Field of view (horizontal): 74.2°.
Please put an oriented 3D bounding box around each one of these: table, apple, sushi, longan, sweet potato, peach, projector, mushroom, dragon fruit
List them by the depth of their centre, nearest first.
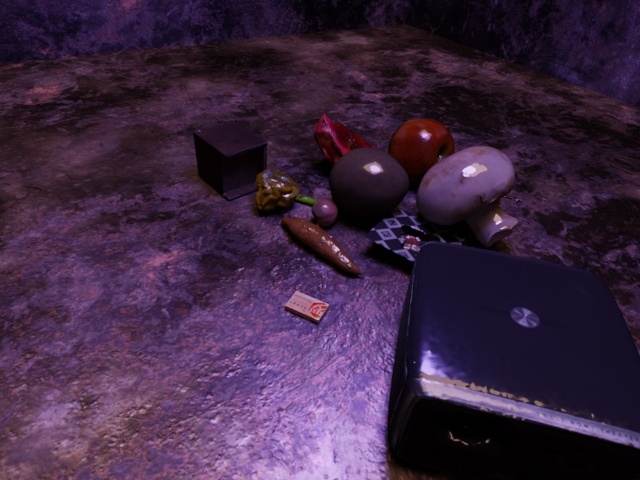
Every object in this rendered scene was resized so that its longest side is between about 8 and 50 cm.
[{"bbox_3d":[0.347,0.225,0.809,0.394,0.242,0.405,10,38,9],"label":"projector"},{"bbox_3d":[0.000,0.000,1.177,0.314,0.066,0.072,32,87,27],"label":"sweet potato"},{"bbox_3d":[0.268,0.010,1.212,0.231,0.047,0.219,29,40,20],"label":"sushi"},{"bbox_3d":[0.439,-0.117,1.249,0.297,0.297,0.290,-29,90,-35],"label":"mushroom"},{"bbox_3d":[0.014,-0.085,1.269,0.083,0.083,0.083,3,39,-3],"label":"peach"},{"bbox_3d":[0.151,-0.177,1.287,0.248,0.248,0.248,3,39,-3],"label":"longan"},{"bbox_3d":[-0.285,-0.267,1.387,0.172,0.169,0.193,-27,49,-33],"label":"table"},{"bbox_3d":[0.345,-0.313,1.482,0.229,0.230,0.230,3,39,-3],"label":"apple"},{"bbox_3d":[0.073,-0.294,1.489,0.262,0.134,0.212,25,44,-35],"label":"dragon fruit"}]

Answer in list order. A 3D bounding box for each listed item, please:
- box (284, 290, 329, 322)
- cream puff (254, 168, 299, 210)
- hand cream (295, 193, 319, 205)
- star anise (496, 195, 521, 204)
[{"bbox_3d":[-0.033,0.159,1.018,0.093,0.015,0.058,20,40,19],"label":"box"},{"bbox_3d":[-0.142,-0.148,1.316,0.146,0.116,0.146,27,18,-9],"label":"cream puff"},{"bbox_3d":[-0.036,-0.126,1.361,0.121,0.023,0.036,19,45,21],"label":"hand cream"},{"bbox_3d":[0.557,-0.134,1.394,0.190,0.070,0.097,14,28,29],"label":"star anise"}]
